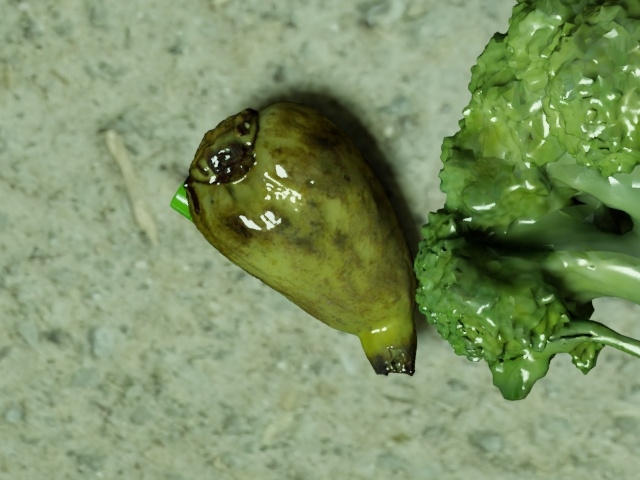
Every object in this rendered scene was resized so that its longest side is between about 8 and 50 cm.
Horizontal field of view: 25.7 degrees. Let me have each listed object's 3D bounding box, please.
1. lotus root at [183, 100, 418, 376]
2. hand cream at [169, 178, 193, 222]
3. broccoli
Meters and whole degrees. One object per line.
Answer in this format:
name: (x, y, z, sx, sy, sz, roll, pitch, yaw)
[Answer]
lotus root: (0.000, 0.000, 0.851, 0.108, 0.094, 0.191, -31, 109, 32)
hand cream: (-0.040, 0.001, 0.903, 0.122, 0.023, 0.036, 32, 109, 1)
broccoli: (0.155, -0.021, 0.671, 0.254, 0.302, 0.186, -6, 152, 28)
